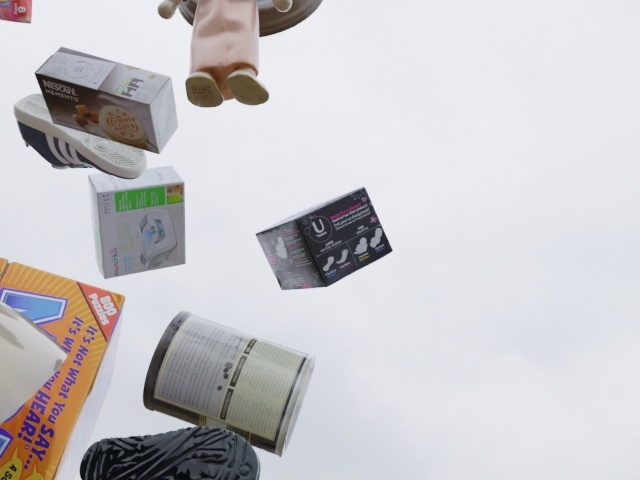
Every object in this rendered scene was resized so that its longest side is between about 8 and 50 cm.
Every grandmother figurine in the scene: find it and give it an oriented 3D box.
[{"bbox_3d":[-0.147,-0.369,0.983,0.208,0.342,0.104,2,-23,-2],"label":"grandmother figurine"}]

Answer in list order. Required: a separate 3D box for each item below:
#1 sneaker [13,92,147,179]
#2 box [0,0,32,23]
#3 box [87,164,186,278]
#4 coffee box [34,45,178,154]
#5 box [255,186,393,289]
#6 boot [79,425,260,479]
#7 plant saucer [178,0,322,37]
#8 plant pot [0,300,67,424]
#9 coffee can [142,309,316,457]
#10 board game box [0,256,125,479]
[{"bbox_3d":[-0.558,-0.211,1.497,0.350,0.131,0.148,29,-46,12],"label":"sneaker"},{"bbox_3d":[-0.693,-0.509,1.201,0.300,0.154,0.142,21,-70,29],"label":"box"},{"bbox_3d":[-0.496,-0.054,1.728,0.231,0.127,0.262,-10,-57,-28],"label":"box"},{"bbox_3d":[-0.427,-0.284,1.290,0.246,0.098,0.141,17,-36,7],"label":"coffee box"},{"bbox_3d":[0.000,0.000,1.266,0.142,0.163,0.247,66,-23,-5],"label":"box"},{"bbox_3d":[-0.176,0.341,0.867,0.246,0.094,0.207,-5,-42,12],"label":"boot"},{"bbox_3d":[-0.127,-0.467,1.149,0.278,0.278,0.041,6,-32,9],"label":"plant saucer"},{"bbox_3d":[-0.438,0.138,0.641,0.284,0.284,0.191,-27,-75,38],"label":"plant pot"},{"bbox_3d":[-0.169,0.272,1.221,0.275,0.201,0.201,18,-39,7],"label":"coffee can"},{"bbox_3d":[-0.543,0.259,0.973,0.356,0.356,0.356,18,-38,-9],"label":"board game box"}]
